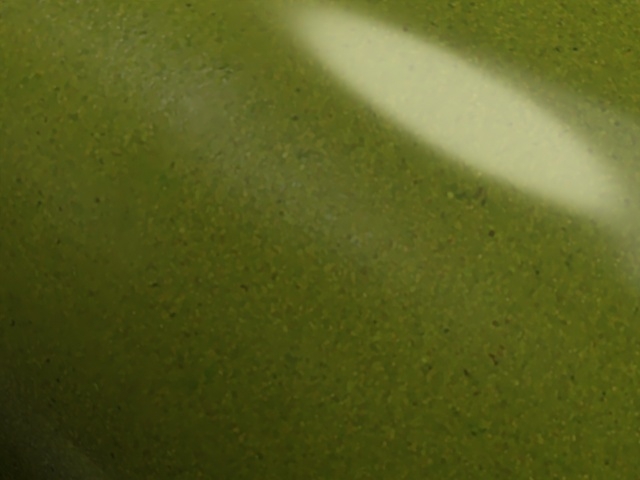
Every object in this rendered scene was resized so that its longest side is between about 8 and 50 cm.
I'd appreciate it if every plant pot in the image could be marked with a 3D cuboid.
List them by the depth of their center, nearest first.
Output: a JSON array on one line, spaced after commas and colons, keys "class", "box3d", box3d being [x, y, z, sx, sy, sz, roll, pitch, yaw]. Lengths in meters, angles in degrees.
[{"class": "plant pot", "box3d": [0.000, 0.000, 0.647, 0.353, 0.366, 0.366, 35, 36, -6]}]
